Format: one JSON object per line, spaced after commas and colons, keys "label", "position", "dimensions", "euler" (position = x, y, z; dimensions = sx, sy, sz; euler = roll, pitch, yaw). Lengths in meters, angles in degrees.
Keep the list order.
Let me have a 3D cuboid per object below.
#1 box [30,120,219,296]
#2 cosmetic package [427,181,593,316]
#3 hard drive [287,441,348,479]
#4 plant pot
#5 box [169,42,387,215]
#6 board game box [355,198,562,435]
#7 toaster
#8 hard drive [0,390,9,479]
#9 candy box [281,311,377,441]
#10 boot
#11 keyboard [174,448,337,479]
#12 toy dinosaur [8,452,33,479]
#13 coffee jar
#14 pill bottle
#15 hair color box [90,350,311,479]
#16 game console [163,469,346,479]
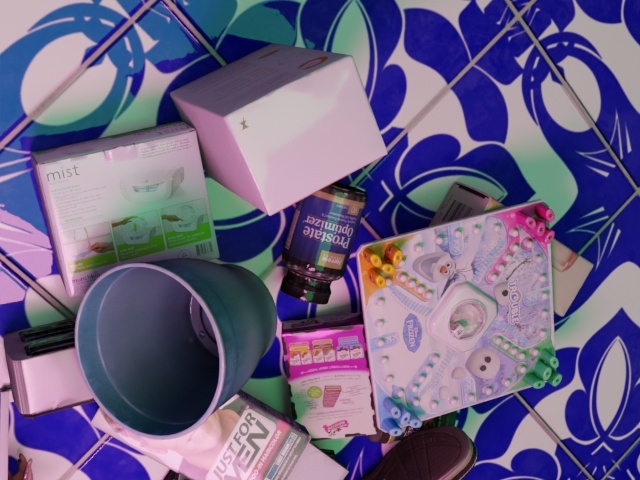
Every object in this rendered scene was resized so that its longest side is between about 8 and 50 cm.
{"label": "box", "position": [-0.325, -0.058, 1.567], "dimensions": [0.262, 0.127, 0.231], "euler": [-16, 109, -18]}
{"label": "cosmetic package", "position": [0.376, 0.017, 1.867], "dimensions": [0.296, 0.153, 0.129], "euler": [30, 92, -28]}
{"label": "hard drive", "position": [-0.115, 0.501, 1.761], "dimensions": [0.203, 0.040, 0.307], "euler": [39, 84, -18]}
{"label": "plant pot", "position": [-0.204, 0.149, 1.507], "dimensions": [0.255, 0.272, 0.271], "euler": [-18, 117, -62]}
{"label": "box", "position": [-0.079, -0.192, 1.513], "dimensions": [0.215, 0.345, 0.168], "euler": [-28, 113, -13]}
{"label": "board game box", "position": [0.275, 0.150, 1.760], "dimensions": [0.390, 0.050, 0.389], "euler": [-14, 112, -15]}
{"label": "toaster", "position": [-0.443, 0.212, 1.568], "dimensions": [0.186, 0.168, 0.110], "euler": [-12, 105, -21]}
{"label": "hard drive", "position": [-0.598, 0.403, 1.501], "dimensions": [0.210, 0.040, 0.318], "euler": [-3, 84, 18]}
{"label": "candy box", "position": [0.017, 0.263, 1.799], "dimensions": [0.159, 0.071, 0.233], "euler": [-6, 107, 1]}
{"label": "boot", "position": [0.232, 0.543, 1.907], "dimensions": [0.284, 0.138, 0.377], "euler": [33, 114, -29]}
{"label": "keyboard", "position": [-0.126, 0.484, 1.792], "dimensions": [0.317, 0.033, 0.201], "euler": [9, 93, -18]}
{"label": "toy dinosaur", "position": [-0.554, 0.474, 1.562], "dimensions": [0.127, 0.296, 0.200], "euler": [53, 39, -1]}
{"label": "coffee jar", "position": [0.180, 0.365, 1.915], "dimensions": [0.184, 0.079, 0.096], "euler": [5, 102, -23]}
{"label": "pill bottle", "position": [0.000, 0.000, 1.720], "dimensions": [0.123, 0.123, 0.219], "euler": [13, 98, -25]}
{"label": "hair color box", "position": [-0.210, 0.329, 1.661], "dimensions": [0.347, 0.105, 0.173], "euler": [30, 85, -5]}
{"label": "game console", "position": [-0.164, 0.541, 1.830], "dimensions": [0.342, 0.060, 0.386], "euler": [34, 89, -26]}
